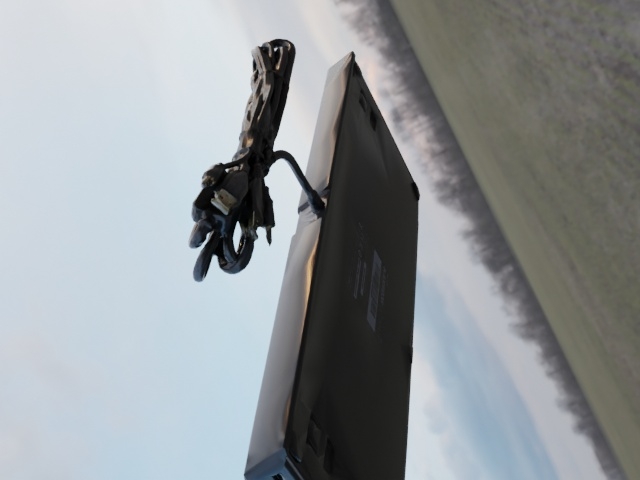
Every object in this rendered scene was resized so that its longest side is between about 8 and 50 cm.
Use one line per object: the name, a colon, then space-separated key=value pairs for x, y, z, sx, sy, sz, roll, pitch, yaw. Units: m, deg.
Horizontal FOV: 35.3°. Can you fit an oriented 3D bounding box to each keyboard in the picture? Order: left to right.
keyboard: x=0.000 y=0.000 z=0.510 sx=0.317 sy=0.033 sz=0.201 roll=-81 pitch=-32 yaw=-51
